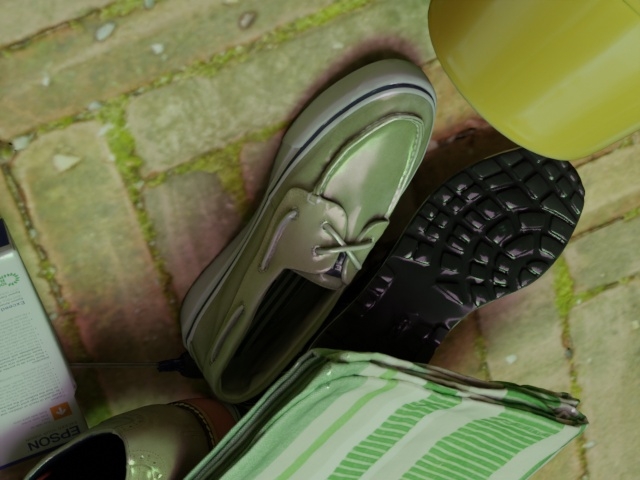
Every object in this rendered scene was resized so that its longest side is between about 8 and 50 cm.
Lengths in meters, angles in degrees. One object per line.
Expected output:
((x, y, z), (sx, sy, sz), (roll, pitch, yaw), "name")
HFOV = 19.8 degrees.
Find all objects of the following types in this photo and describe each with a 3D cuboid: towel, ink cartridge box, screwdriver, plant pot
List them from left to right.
((-0.307, 0.104, 1.388), (0.223, 0.045, 0.224), (-19, 135, -7), "ink cartridge box")
((-0.145, 0.104, 1.480), (0.170, 0.024, 0.025), (-4, 102, -20), "screwdriver")
((0.039, 0.186, 1.430), (0.325, 0.038, 0.248), (15, 126, -46), "towel")
((0.206, -0.186, 1.244), (0.254, 0.254, 0.239), (16, 136, -35), "plant pot")

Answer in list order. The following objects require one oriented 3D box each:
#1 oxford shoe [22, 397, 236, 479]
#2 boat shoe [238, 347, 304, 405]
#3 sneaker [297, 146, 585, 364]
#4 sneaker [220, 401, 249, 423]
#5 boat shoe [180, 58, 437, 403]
((-0.218, 0.227, 1.450), (0.348, 0.123, 0.130), (-43, 151, 28), "oxford shoe")
((-0.006, 0.112, 1.536), (0.142, 0.040, 0.049), (-17, 134, -11), "boat shoe")
((0.083, 0.025, 1.470), (0.283, 0.124, 0.107), (-42, 99, -2), "sneaker")
((-0.022, 0.211, 1.586), (0.163, 0.086, 0.226), (-13, 132, -16), "sneaker")
((0.000, 0.000, 1.402), (0.109, 0.094, 0.302), (16, 121, -34), "boat shoe")
